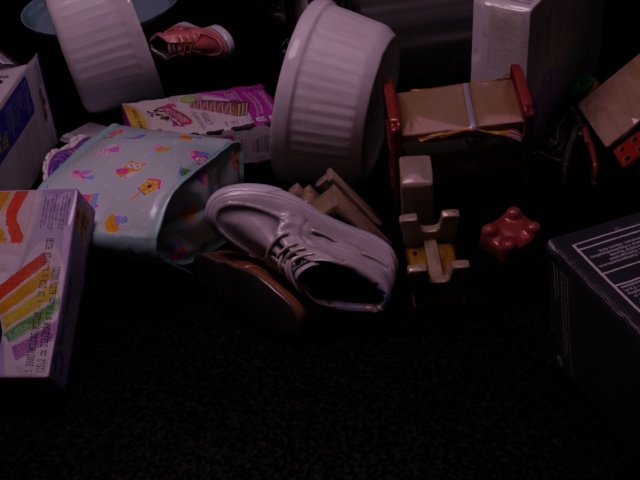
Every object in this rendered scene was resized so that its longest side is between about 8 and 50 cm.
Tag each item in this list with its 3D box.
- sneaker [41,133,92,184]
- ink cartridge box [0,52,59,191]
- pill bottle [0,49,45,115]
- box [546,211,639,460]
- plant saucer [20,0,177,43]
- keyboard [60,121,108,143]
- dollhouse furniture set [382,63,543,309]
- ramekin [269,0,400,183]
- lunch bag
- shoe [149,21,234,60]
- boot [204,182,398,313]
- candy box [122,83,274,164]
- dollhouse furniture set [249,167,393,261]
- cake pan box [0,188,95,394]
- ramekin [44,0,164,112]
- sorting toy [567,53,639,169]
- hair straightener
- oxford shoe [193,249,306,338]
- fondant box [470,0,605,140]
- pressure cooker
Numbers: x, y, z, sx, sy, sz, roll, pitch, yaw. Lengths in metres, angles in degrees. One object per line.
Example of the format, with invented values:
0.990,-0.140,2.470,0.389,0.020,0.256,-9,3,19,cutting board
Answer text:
-0.372,-0.115,1.973,0.071,0.068,0.170,10,34,17,sneaker
-0.483,-0.142,1.943,0.065,0.165,0.332,-3,31,9,ink cartridge box
-0.548,-0.247,2.162,0.130,0.130,0.246,-23,35,-24,pill bottle
0.434,0.099,1.338,0.296,0.182,0.294,-16,31,-11,box
-0.437,-0.457,2.571,0.318,0.043,0.317,-5,30,3,plant saucer
-0.310,-0.151,2.072,0.256,0.014,0.072,18,34,35,keyboard
0.198,-0.057,1.721,0.201,0.152,0.374,-6,48,1,dollhouse furniture set
0.028,-0.206,1.862,0.127,0.272,0.273,13,35,11,ramekin
-0.250,-0.044,1.742,0.223,0.160,0.262,8,29,22,lunch bag
-0.237,-0.357,2.350,0.081,0.063,0.178,-30,33,-31,shoe
-0.026,0.011,1.589,0.258,0.095,0.123,18,22,-2,boot
-0.180,-0.172,2.004,0.233,0.071,0.159,-11,31,-15,candy box
0.000,0.000,1.742,0.151,0.123,0.144,-38,26,18,dollhouse furniture set
-0.418,0.067,1.575,0.246,0.070,0.266,-1,64,12,cake pan box
-0.370,-0.348,2.166,0.135,0.277,0.277,-20,33,-6,ramekin
0.467,-0.195,1.897,0.132,0.046,0.274,-40,31,16,sorting toy
0.357,-0.142,1.883,0.089,0.047,0.230,-1,31,9,hair straightener
-0.075,0.057,1.624,0.076,0.076,0.212,-15,31,-34,oxford shoe
0.340,-0.314,1.984,0.096,0.238,0.330,17,39,27,fondant box
0.086,-0.431,2.109,0.420,0.369,0.375,-10,38,-3,pressure cooker
